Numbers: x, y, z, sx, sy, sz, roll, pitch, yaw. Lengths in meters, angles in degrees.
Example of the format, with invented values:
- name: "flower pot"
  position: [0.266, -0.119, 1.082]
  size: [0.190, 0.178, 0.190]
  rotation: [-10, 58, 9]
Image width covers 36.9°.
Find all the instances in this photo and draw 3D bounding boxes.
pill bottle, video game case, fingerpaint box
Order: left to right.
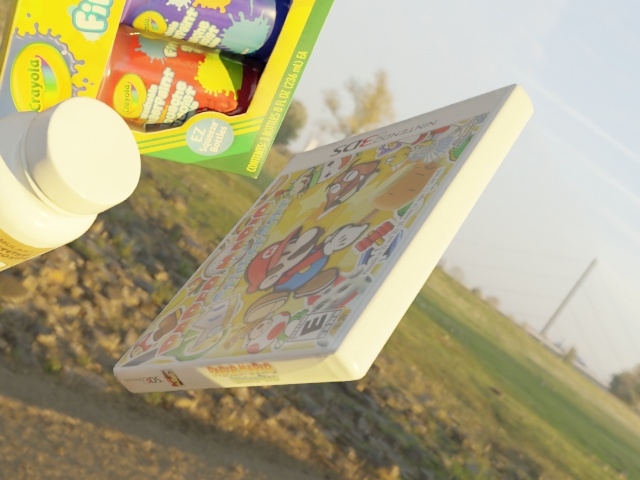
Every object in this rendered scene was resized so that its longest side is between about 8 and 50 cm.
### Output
- name: "pill bottle"
  position: [-0.285, -0.050, 0.912]
  size: [0.229, 0.131, 0.131]
  rotation: [-19, -37, 36]
- name: "fingerpaint box"
  position: [-0.185, -0.325, 1.210]
  size: [0.371, 0.444, 0.163]
  rotation: [12, 36, -23]
- name: "video game case"
  position: [0.000, 0.000, 0.580]
  size: [0.206, 0.227, 0.026]
  rotation: [-13, -58, 47]
